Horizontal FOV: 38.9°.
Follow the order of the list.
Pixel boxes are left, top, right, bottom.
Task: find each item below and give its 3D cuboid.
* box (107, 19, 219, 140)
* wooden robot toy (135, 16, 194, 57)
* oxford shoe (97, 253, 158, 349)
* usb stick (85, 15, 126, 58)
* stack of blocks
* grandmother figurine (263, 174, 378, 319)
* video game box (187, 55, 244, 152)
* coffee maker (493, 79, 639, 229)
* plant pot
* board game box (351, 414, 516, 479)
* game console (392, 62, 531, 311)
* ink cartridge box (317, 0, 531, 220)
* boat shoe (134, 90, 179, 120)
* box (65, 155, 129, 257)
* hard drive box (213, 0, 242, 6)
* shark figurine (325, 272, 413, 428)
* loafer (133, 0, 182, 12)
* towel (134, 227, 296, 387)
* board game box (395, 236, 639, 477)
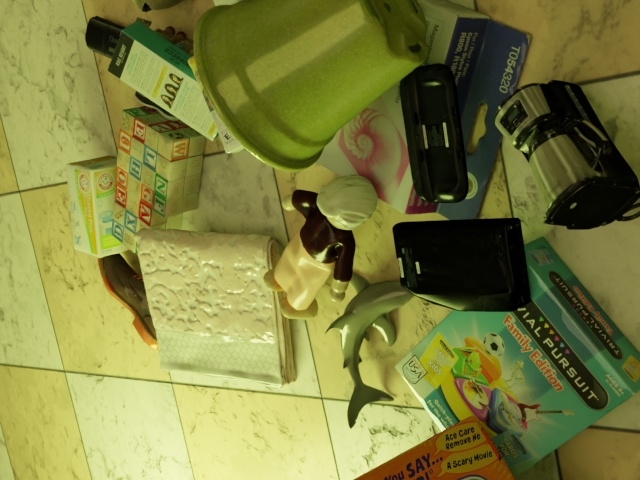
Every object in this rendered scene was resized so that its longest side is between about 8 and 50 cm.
[{"bbox_3d":[-0.273,-0.300,1.707,0.244,0.060,0.100,34,130,1],"label":"box"},{"bbox_3d":[-0.295,-0.364,1.756,0.173,0.076,0.079,28,118,10],"label":"wooden robot toy"},{"bbox_3d":[-0.400,0.112,2.038,0.098,0.097,0.271,-45,75,22],"label":"oxford shoe"},{"bbox_3d":[-0.395,-0.399,1.877,0.278,0.045,0.077,27,115,36],"label":"usb stick"},{"bbox_3d":[-0.341,-0.111,1.889,0.171,0.087,0.297,33,124,33],"label":"stack of blocks"},{"bbox_3d":[0.000,0.000,1.538,0.207,0.104,0.342,52,144,11],"label":"grandmother figurine"},{"bbox_3d":[-0.112,-0.278,1.589,0.205,0.048,0.187,-24,88,26],"label":"video game box"},{"bbox_3d":[0.329,-0.109,1.195,0.120,0.171,0.178,-35,55,24],"label":"coffee maker"},{"bbox_3d":[0.005,-0.275,1.293,0.254,0.276,0.276,-27,84,33],"label":"plant pot"},{"bbox_3d":[0.128,0.539,1.359,0.356,0.356,0.356,59,157,19],"label":"board game box"},{"bbox_3d":[0.187,-0.073,1.309,0.213,0.044,0.361,0,102,47],"label":"game console"},{"bbox_3d":[0.130,-0.216,1.401,0.330,0.071,0.324,33,124,35],"label":"ink cartridge box"},{"bbox_3d":[-0.330,-0.286,1.849,0.125,0.046,0.038,34,126,29],"label":"boat shoe"},{"bbox_3d":[-0.485,-0.078,2.026,0.103,0.114,0.203,14,112,41],"label":"box"},{"bbox_3d":[-0.073,-0.469,1.361,0.232,0.089,0.181,-10,116,25],"label":"hard drive box"},{"bbox_3d":[0.054,0.172,1.578,0.166,0.116,0.278,32,123,35],"label":"shark figurine"},{"bbox_3d":[-0.286,-0.486,1.704,0.269,0.102,0.092,12,131,57],"label":"loafer"},{"bbox_3d":[-0.214,0.132,1.808,0.332,0.053,0.316,3,110,30],"label":"towel"},{"bbox_3d":[0.292,0.197,1.370,0.253,0.079,0.336,53,134,17],"label":"board game box"}]
